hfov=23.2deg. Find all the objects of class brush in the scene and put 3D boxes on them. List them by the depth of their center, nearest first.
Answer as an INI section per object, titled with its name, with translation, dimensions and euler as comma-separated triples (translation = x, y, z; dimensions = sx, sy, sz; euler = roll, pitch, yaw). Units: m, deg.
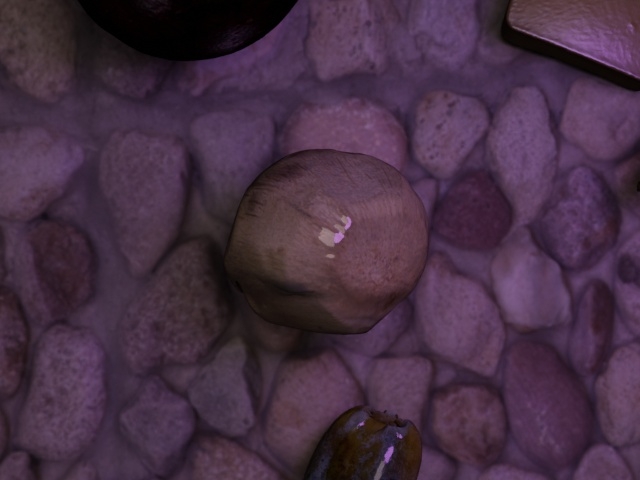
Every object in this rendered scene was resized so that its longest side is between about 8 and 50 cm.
[brush]
translation = 0.309, -0.257, 1.778
dimensions = 0.197, 0.059, 0.123
euler = 21, 78, -4

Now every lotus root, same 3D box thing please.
[lotus root]
translation = 0.035, 0.269, 1.664
dimensions = 0.113, 0.088, 0.192
euler = 24, 81, 14

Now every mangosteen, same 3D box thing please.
[mangosteen]
translation = -0.118, -0.348, 1.637
dimensions = 0.347, 0.307, 0.306
euler = -28, 86, -40

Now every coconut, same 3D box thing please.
[coconut]
translation = 0.000, 0.000, 1.643
dimensions = 0.224, 0.224, 0.224
euler = 1, 82, -6

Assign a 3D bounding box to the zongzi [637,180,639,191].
[zongzi]
translation = 0.486, -0.299, 1.749
dimensions = 0.418, 0.181, 0.447
euler = -17, 82, -8
